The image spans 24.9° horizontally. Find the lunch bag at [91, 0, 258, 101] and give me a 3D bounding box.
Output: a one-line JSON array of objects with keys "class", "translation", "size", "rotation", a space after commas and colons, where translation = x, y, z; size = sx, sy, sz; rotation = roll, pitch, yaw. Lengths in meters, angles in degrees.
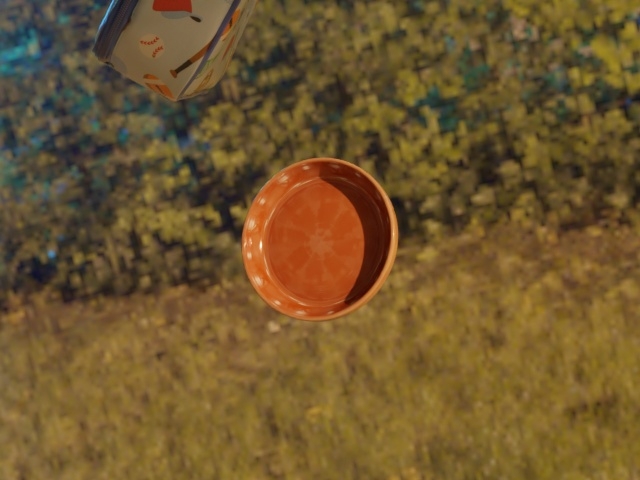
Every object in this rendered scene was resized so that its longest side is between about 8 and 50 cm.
[{"class": "lunch bag", "translation": [-0.101, -0.261, 1.335], "size": [0.115, 0.243, 0.303], "rotation": [26, 14, -5]}]

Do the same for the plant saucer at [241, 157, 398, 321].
[{"class": "plant saucer", "translation": [0.000, 0.000, 0.732], "size": [0.083, 0.083, 0.013], "rotation": [-9, -14, 21]}]
